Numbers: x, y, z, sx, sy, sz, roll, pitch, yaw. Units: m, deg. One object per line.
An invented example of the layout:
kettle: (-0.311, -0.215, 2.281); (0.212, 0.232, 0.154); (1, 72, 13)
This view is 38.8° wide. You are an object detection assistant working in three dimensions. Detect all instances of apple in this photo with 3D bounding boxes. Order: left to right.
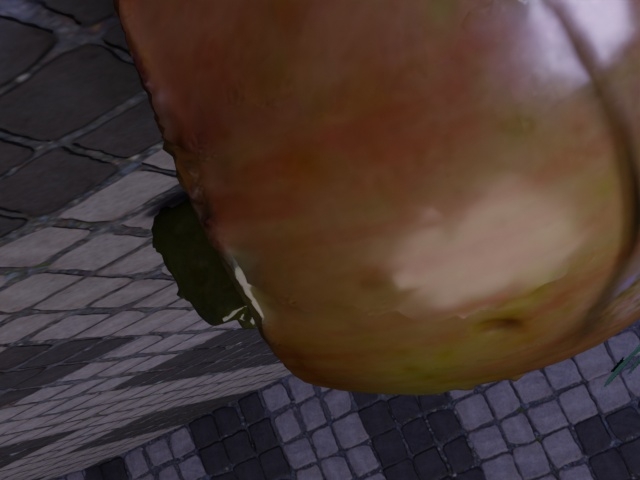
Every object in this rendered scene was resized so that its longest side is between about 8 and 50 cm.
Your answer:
apple: (0.084, -0.088, 0.460); (0.309, 0.314, 0.252); (-21, -150, 5)

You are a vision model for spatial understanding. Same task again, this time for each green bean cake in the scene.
green bean cake: (0.000, 0.000, 0.795); (0.233, 0.124, 0.236); (-26, 168, 13)

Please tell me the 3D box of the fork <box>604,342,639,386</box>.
fork: (0.138, -0.008, 0.369); (0.039, 0.021, 0.235); (-30, 137, -15)
